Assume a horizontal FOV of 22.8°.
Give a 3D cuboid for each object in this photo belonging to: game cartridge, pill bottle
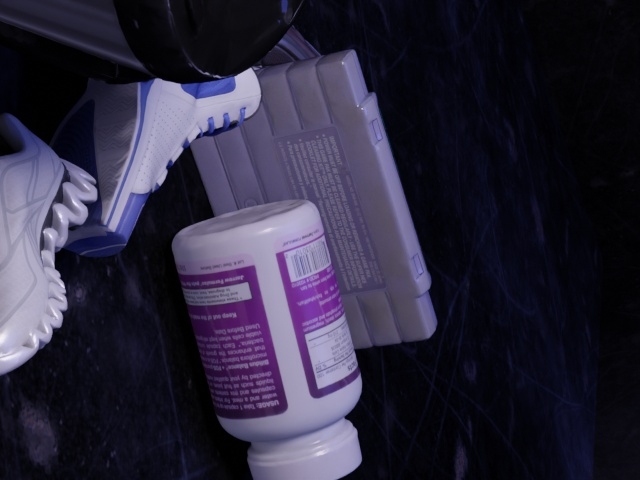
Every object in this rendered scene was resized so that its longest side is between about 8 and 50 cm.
[{"bbox_3d":[-0.010,-0.035,1.858,0.068,0.230,0.355,-59,135,-62],"label":"game cartridge"},{"bbox_3d":[-0.049,0.118,1.758,0.169,0.169,0.301,-36,114,-69],"label":"pill bottle"}]

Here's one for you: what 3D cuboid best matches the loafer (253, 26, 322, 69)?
[{"bbox_3d":[-0.021,-0.219,2.121,0.302,0.109,0.095,46,33,-52],"label":"loafer"}]

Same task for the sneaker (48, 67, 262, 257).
[{"bbox_3d":[-0.144,-0.125,1.539,0.182,0.127,0.315,28,68,-44],"label":"sneaker"}]

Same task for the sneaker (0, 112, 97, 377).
[{"bbox_3d":[-0.272,0.005,1.320,0.118,0.110,0.292,56,21,-32],"label":"sneaker"}]

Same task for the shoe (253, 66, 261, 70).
[{"bbox_3d":[-0.062,-0.152,1.962,0.178,0.081,0.063,-81,-168,-56],"label":"shoe"}]

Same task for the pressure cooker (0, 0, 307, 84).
[{"bbox_3d":[-0.206,-0.347,1.249,0.375,0.420,0.370,-64,162,-17],"label":"pressure cooker"}]
